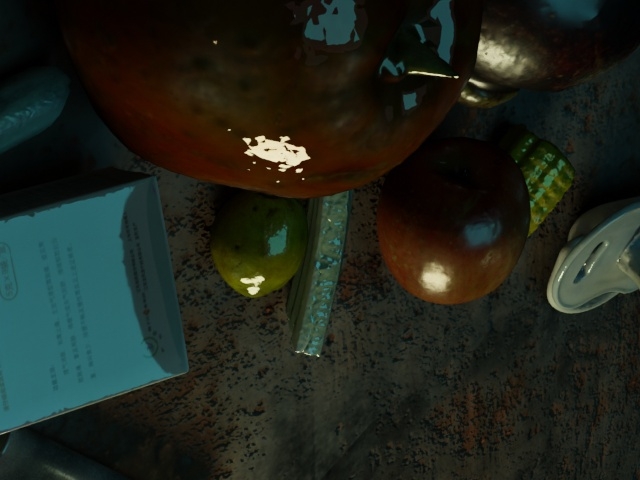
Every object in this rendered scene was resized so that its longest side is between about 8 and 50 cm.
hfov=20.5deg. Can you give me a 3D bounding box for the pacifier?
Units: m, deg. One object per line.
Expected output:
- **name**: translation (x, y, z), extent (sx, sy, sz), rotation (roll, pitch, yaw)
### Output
- **pacifier**: translation (0.434, 0.049, 2.342), extent (0.279, 0.207, 0.227), rotation (-12, 139, -39)

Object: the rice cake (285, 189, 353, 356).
- **rice cake**: translation (0.000, 0.000, 1.956), extent (0.043, 0.127, 0.237), rotation (6, 116, -10)

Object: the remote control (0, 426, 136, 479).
- **remote control**: translation (-0.247, 0.301, 1.945), extent (0.107, 0.044, 0.377), rotation (-53, 139, 1)

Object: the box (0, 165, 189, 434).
- **box**: translation (-0.286, 0.063, 1.647), extent (0.299, 0.106, 0.200), rotation (-17, 107, -29)

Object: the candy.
- **candy**: translation (0.221, -0.038, 2.162), extent (0.106, 0.094, 0.199), rotation (36, 93, -14)

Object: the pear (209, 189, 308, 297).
- **pear**: translation (-0.066, -0.004, 1.894), extent (0.107, 0.107, 0.131), rotation (-19, 125, -36)

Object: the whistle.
- **whistle**: translation (-0.359, -0.072, 1.591), extent (0.312, 0.062, 0.062), rotation (-32, 133, -28)

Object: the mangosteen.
- **mangosteen**: translation (0.205, -0.293, 1.851), extent (0.330, 0.330, 0.330), rotation (-24, 129, -33)

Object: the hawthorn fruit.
- **hawthorn fruit**: translation (-0.020, -0.217, 1.594), extent (0.403, 0.403, 0.403), rotation (-24, 129, -33)

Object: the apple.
- **apple**: translation (0.155, -0.025, 2.042), extent (0.181, 0.181, 0.168), rotation (-35, 144, -25)
